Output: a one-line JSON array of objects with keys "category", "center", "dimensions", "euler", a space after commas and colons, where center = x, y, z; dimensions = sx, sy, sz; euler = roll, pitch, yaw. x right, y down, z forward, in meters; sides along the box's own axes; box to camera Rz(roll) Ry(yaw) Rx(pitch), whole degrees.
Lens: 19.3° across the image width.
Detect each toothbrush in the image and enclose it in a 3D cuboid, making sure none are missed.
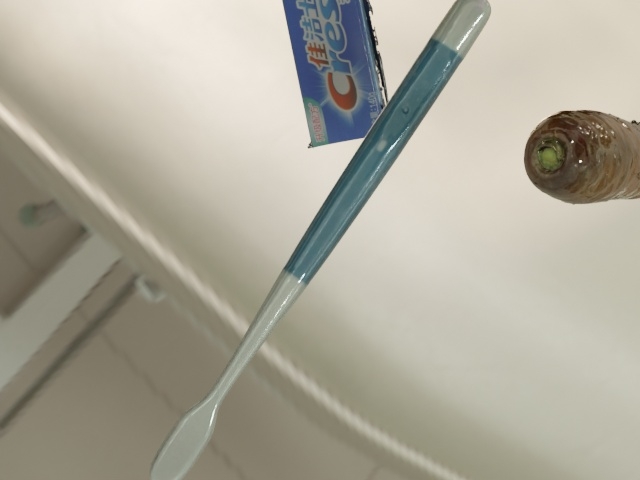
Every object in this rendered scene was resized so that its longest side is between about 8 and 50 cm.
[{"category": "toothbrush", "center": [0.000, 0.000, 0.883], "dimensions": [0.019, 0.025, 0.275], "euler": [33, 86, 3]}]

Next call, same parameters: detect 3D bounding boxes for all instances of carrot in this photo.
[{"category": "carrot", "center": [0.122, -0.032, 0.735], "dimensions": [0.165, 0.036, 0.035], "euler": [-2, 69, -60]}]

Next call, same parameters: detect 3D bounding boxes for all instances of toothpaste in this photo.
[{"category": "toothpaste", "center": [-0.002, -0.209, 1.438], "dimensions": [0.053, 0.066, 0.272], "euler": [-60, 139, -77]}]
